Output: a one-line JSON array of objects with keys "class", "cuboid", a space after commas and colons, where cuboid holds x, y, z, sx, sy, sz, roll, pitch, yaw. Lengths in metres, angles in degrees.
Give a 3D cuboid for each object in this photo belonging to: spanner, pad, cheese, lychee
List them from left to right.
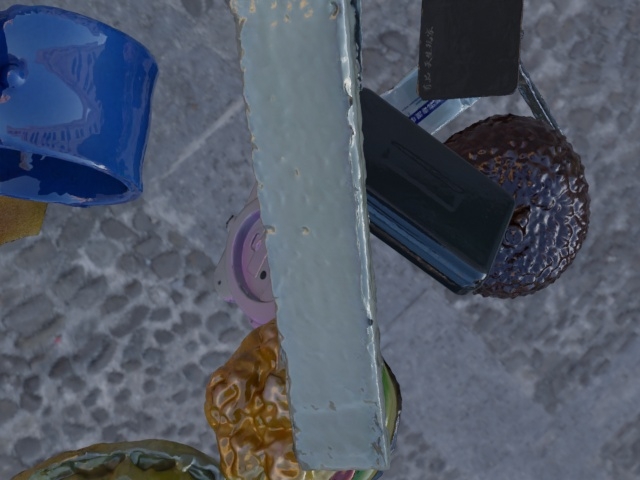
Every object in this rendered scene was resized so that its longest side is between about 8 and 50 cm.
[{"class": "cheese", "cuboid": [-0.002, 0.001, 0.658, 0.085, 0.034, 0.400, 2, 116, 13]}, {"class": "pad", "cuboid": [0.135, -0.207, 0.857, 0.003, 0.112, 0.157, 2, 91, -47]}, {"class": "lychee", "cuboid": [0.254, -0.049, 1.338, 0.260, 0.260, 0.261, -14, 124, -21]}, {"class": "spanner", "cuboid": [0.318, -0.245, 1.476, 0.026, 0.093, 0.325, -53, 126, -20]}]

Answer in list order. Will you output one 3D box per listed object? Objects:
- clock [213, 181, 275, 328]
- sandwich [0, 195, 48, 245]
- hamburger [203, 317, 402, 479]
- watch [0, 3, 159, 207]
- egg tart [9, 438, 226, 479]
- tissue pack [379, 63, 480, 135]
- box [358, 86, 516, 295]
[{"class": "clock", "cuboid": [-0.050, 0.033, 1.415, 0.090, 0.248, 0.228, 14, 108, -42]}, {"class": "sandwich", "cuboid": [-0.593, -0.049, 1.699, 0.193, 0.058, 0.162, -8, 143, -39]}, {"class": "hamburger", "cuboid": [-0.032, 0.190, 1.085, 0.237, 0.237, 0.149, -51, 143, 7]}, {"class": "watch", "cuboid": [-0.218, -0.083, 0.639, 0.200, 0.196, 0.171, 14, 86, -46]}, {"class": "egg tart", "cuboid": [-0.241, 0.422, 1.114, 0.387, 0.169, 0.388, -6, 106, -20]}, {"class": "tissue pack", "cuboid": [0.159, -0.217, 1.472, 0.193, 0.026, 0.123, -39, 119, -3]}, {"class": "box", "cuboid": [0.097, -0.055, 1.017, 0.230, 0.160, 0.050, 36, 136, -4]}]
